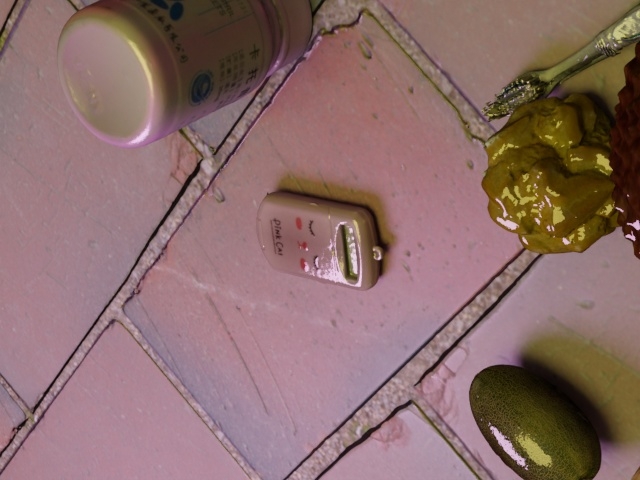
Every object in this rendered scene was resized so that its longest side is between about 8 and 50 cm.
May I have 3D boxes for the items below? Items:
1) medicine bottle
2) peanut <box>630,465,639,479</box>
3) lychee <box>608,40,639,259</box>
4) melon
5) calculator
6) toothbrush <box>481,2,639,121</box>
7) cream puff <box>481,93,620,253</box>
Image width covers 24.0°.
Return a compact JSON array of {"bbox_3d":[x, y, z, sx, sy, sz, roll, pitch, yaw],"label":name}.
[{"bbox_3d":[-0.133,-0.202,1.539,0.152,0.254,0.152,22,126,33],"label":"medicine bottle"},{"bbox_3d":[0.344,0.266,1.509,0.080,0.080,0.174,32,130,25],"label":"peanut"},{"bbox_3d":[0.355,-0.064,1.180,0.304,0.275,0.276,61,141,27],"label":"lychee"},{"bbox_3d":[0.221,0.193,1.562,0.162,0.099,0.099,46,136,23],"label":"melon"},{"bbox_3d":[0.000,0.000,1.696,0.175,0.032,0.100,12,120,36],"label":"calculator"},{"bbox_3d":[0.296,-0.198,1.321,0.413,0.042,0.035,-30,92,44],"label":"toothbrush"},{"bbox_3d":[0.231,-0.060,1.394,0.156,0.121,0.156,16,117,34],"label":"cream puff"}]
